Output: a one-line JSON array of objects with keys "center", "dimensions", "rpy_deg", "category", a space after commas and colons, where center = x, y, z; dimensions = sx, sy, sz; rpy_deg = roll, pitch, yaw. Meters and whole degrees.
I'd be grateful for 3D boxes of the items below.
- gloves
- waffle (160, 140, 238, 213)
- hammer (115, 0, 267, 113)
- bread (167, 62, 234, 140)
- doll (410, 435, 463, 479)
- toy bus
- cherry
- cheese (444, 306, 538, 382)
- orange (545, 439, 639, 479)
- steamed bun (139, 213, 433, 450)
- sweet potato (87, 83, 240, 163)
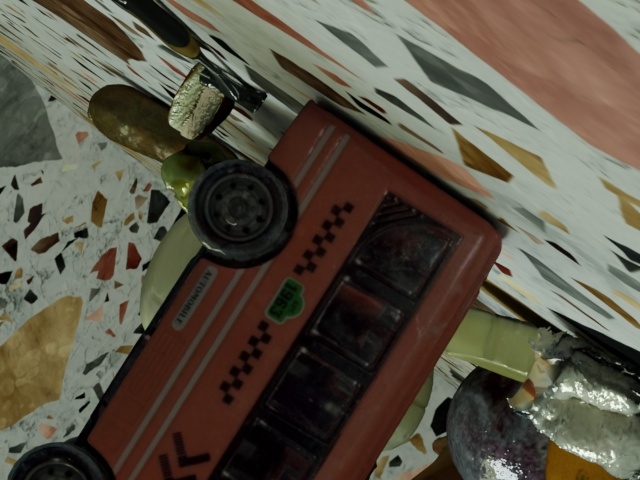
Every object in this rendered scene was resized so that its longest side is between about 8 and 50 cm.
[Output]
[{"center": [0.249, 0.142, 1.585], "dimensions": [0.153, 0.114, 0.070], "rpy_deg": [33, -149, 27], "category": "gloves"}, {"center": [0.000, 0.000, 1.624], "dimensions": [0.297, 0.073, 0.317], "rpy_deg": [24, 178, 13], "category": "waffle"}, {"center": [-0.104, -0.153, 1.415], "dimensions": [0.078, 0.021, 0.201], "rpy_deg": [32, 177, 32], "category": "hammer"}, {"center": [-0.106, -0.119, 1.570], "dimensions": [0.043, 0.062, 0.109], "rpy_deg": [36, 173, 2], "category": "bread"}, {"center": [0.283, 0.334, 2.200], "dimensions": [0.340, 0.318, 0.209], "rpy_deg": [39, 162, -4], "category": "doll"}, {"center": [-0.052, 0.121, 1.351], "dimensions": [0.233, 0.427, 0.203], "rpy_deg": [32, 177, 2], "category": "toy bus"}, {"center": [0.229, 0.215, 1.977], "dimensions": [0.195, 0.195, 0.195], "rpy_deg": [35, 176, 3], "category": "cherry"}, {"center": [0.223, 0.122, 1.775], "dimensions": [0.127, 0.050, 0.255], "rpy_deg": [10, 171, 42], "category": "cheese"}, {"center": [0.288, 0.216, 1.677], "dimensions": [0.124, 0.156, 0.156], "rpy_deg": [0, -160, -37], "category": "orange"}, {"center": [-0.018, 0.069, 1.898], "dimensions": [0.334, 0.233, 0.312], "rpy_deg": [26, 174, 2], "category": "steamed bun"}, {"center": [-0.173, -0.115, 2.158], "dimensions": [0.273, 0.075, 0.075], "rpy_deg": [31, 175, 21], "category": "sweet potato"}]
